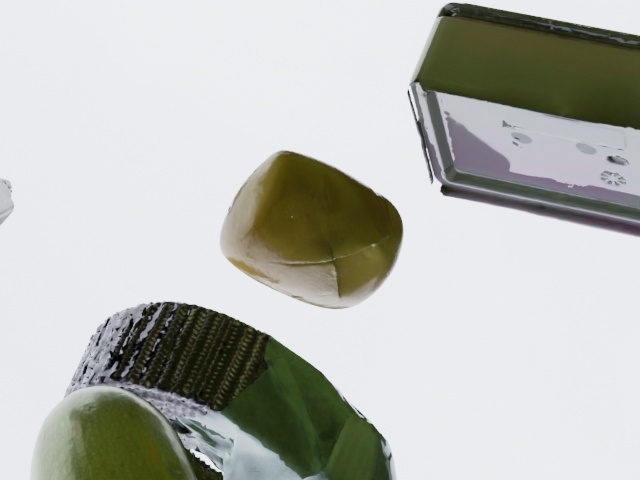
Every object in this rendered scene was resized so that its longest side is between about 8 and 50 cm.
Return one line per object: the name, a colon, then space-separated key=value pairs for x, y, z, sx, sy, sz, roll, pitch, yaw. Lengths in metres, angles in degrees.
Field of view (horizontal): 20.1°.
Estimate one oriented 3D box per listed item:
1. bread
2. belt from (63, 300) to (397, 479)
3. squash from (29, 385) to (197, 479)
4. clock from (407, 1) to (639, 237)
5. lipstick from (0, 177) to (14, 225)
bread: x=0.000 y=0.000 z=1.045 sx=0.115 sy=0.082 sz=0.056 roll=31 pitch=-170 yaw=-43
belt: x=-0.078 y=0.181 z=1.489 sx=0.325 sy=0.260 sz=0.122 roll=61 pitch=-142 yaw=-38
squash: x=-0.135 y=0.171 z=1.198 sx=0.123 sy=0.123 sz=0.187 roll=28 pitch=-152 yaw=-32
clock: x=0.163 y=-0.072 z=1.160 sx=0.147 sy=0.192 sz=0.071 roll=67 pitch=-140 yaw=-60
lipstick: x=-0.138 y=-0.015 z=0.731 sx=0.025 sy=0.025 sz=0.107 roll=41 pitch=-175 yaw=-5
